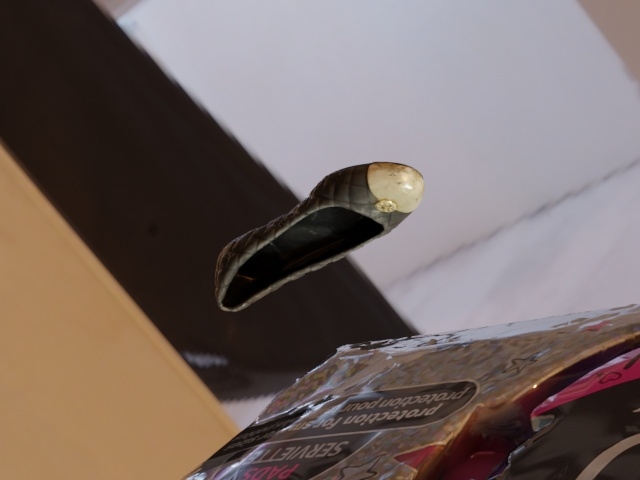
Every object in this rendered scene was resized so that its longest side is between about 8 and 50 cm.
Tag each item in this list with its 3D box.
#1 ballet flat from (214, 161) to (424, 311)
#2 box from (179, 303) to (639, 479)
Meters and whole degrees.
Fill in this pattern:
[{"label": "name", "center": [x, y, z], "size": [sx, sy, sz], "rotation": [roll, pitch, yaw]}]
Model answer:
[{"label": "ballet flat", "center": [0.000, 0.000, 0.962], "size": [0.173, 0.057, 0.049], "rotation": [-30, -144, 39]}, {"label": "box", "center": [0.077, 0.110, 0.357], "size": [0.247, 0.163, 0.142], "rotation": [-12, -162, 46]}]
